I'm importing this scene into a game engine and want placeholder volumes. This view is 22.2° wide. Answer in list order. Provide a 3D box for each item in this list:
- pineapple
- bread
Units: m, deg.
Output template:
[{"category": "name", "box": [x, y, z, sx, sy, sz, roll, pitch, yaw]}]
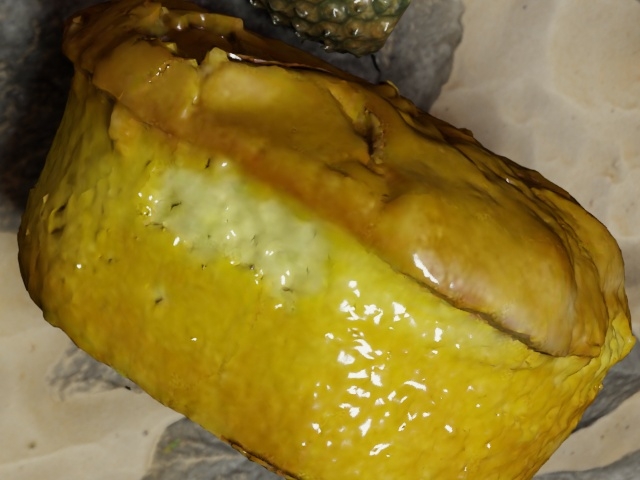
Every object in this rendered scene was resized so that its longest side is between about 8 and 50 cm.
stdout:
[{"category": "pineapple", "box": [-0.053, -0.210, 1.067, 0.251, 0.125, 0.125, 19, 95, -19]}, {"category": "bread", "box": [0.000, 0.000, 1.004, 0.398, 0.398, 0.215, 23, 99, -30]}]
